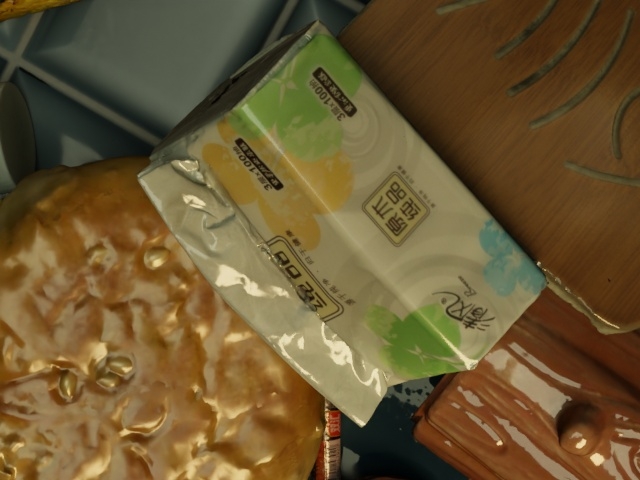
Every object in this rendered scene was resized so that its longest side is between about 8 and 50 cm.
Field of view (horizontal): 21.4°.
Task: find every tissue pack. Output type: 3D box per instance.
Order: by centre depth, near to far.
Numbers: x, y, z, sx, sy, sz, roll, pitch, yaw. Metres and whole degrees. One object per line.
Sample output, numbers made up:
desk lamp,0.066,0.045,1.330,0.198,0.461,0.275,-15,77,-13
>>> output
tissue pack,0.000,0.000,1.103,0.229,0.159,0.145,48,63,-12

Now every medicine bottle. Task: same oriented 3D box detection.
medicine bottle,-0.318,-0.068,1.290,0.183,0.086,0.086,-7,98,9

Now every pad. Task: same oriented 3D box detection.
pad,0.185,-0.116,1.168,0.284,0.018,0.286,43,65,0

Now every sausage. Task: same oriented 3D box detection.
sausage,0.006,0.185,1.316,0.028,0.025,0.198,-6,100,-23

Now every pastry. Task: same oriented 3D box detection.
pastry,-0.140,0.096,1.239,0.285,0.184,0.315,-11,94,-10

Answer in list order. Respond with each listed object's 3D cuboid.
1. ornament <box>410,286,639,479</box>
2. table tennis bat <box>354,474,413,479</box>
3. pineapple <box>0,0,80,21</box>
ornament,0.195,0.135,1.202,0.218,0.235,0.221,38,130,6
table tennis bat,0.040,0.286,1.317,0.130,0.019,0.220,5,103,-10
pineapple,-0.164,-0.264,1.216,0.250,0.140,0.164,-13,95,13
